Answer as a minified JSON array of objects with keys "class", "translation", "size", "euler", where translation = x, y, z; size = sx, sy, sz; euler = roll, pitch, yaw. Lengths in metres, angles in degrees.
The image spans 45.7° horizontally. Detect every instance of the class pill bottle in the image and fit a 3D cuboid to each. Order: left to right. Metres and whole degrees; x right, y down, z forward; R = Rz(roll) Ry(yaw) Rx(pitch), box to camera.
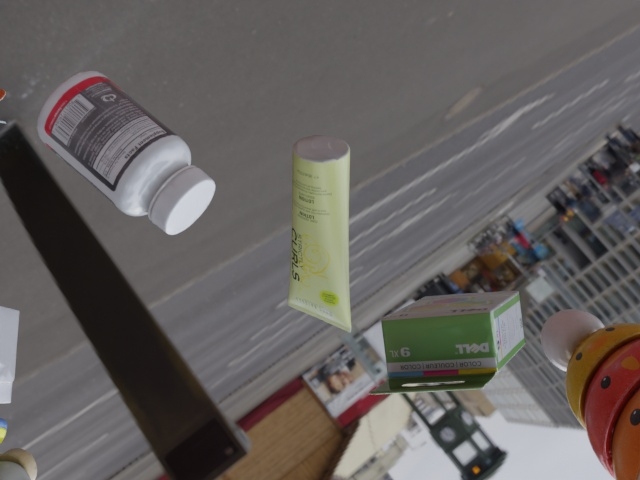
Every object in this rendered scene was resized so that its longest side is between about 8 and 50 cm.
[{"class":"pill bottle","translation":[-0.355,-0.157,1.416],"size":[0.176,0.318,0.176],"euler":[-48,168,-13]}]

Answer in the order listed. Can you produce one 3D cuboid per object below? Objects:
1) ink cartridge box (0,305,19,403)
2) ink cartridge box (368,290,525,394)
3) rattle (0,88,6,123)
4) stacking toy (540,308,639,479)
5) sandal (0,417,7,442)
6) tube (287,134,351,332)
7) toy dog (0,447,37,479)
[{"class":"ink cartridge box","translation":[-0.493,0.141,0.956],"size":[0.176,0.127,0.128],"euler":[1,169,6]},{"class":"ink cartridge box","translation":[0.128,0.095,0.749],"size":[0.109,0.062,0.209],"euler":[-7,-179,25]},{"class":"rattle","translation":[-0.514,-0.160,0.948],"size":[0.143,0.130,0.200],"euler":[-43,171,16]},{"class":"stacking toy","translation":[0.519,0.255,1.251],"size":[0.351,0.350,0.480],"euler":[-38,-151,-6]},{"class":"sandal","translation":[-0.733,0.312,1.412],"size":[0.126,0.317,0.138],"euler":[89,11,-64]},{"class":"tube","translation":[0.000,0.000,0.862],"size":[0.062,0.070,0.240],"euler":[-9,128,-13]},{"class":"toy dog","translation":[-0.567,0.542,1.394],"size":[0.161,0.333,0.220],"euler":[3,-157,18]}]
